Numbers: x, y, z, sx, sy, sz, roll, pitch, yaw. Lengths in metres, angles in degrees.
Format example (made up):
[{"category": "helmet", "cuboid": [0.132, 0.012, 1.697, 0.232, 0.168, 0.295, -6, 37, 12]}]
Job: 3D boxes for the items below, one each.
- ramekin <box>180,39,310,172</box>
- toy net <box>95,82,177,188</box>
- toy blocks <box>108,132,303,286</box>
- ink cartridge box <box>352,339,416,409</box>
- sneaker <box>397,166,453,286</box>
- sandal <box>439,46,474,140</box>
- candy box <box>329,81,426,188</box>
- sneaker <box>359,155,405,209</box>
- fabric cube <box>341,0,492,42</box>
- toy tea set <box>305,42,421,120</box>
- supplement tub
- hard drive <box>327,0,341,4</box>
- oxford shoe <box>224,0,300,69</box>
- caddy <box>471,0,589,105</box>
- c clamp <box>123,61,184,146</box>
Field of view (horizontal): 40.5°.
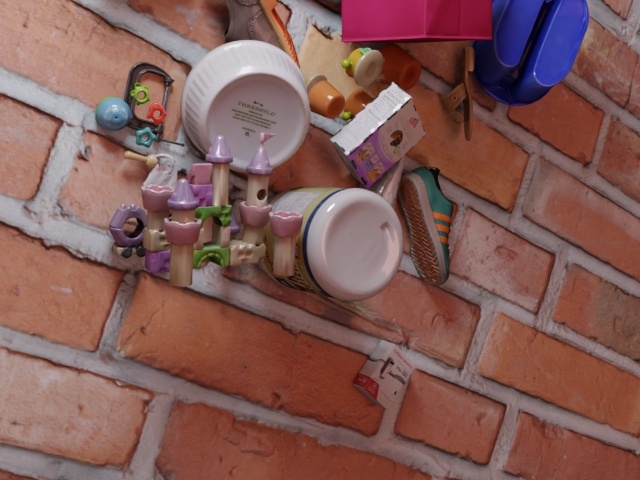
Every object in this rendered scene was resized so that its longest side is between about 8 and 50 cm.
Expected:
[{"category": "ramekin", "cuboid": [-0.144, -0.262, 1.778, 0.272, 0.127, 0.273, -8, 120, -14]}, {"category": "toy net", "cuboid": [-0.347, -0.200, 1.752, 0.122, 0.045, 0.232, -35, 119, -9]}, {"category": "toy blocks", "cuboid": [-0.224, -0.079, 1.679, 0.288, 0.309, 0.260, -5, 105, -34]}, {"category": "ink cartridge box", "cuboid": [0.157, 0.328, 2.125, 0.099, 0.056, 0.135, 45, 71, -26]}, {"category": "sneaker", "cuboid": [0.284, -0.037, 2.148, 0.121, 0.108, 0.302, -25, 110, -31]}, {"category": "sandal", "cuboid": [0.340, -0.370, 2.191, 0.079, 0.088, 0.240, 3, 85, -2]}, {"category": "candy box", "cuboid": [0.136, -0.237, 1.983, 0.196, 0.070, 0.165, -43, 149, -3]}, {"category": "sneaker", "cuboid": [0.149, -0.121, 2.079, 0.094, 0.090, 0.235, 34, 75, -49]}, {"category": "fabric cube", "cuboid": [0.217, -0.575, 1.938, 0.259, 0.254, 0.258, -12, 105, -44]}, {"category": "toy tea set", "cuboid": [0.089, -0.362, 1.987, 0.336, 0.124, 0.200, -2, 122, -49]}, {"category": "supplement tub", "cuboid": [0.000, 0.000, 1.841, 0.228, 0.316, 0.229, -3, 95, -33]}, {"category": "hard drive", "cuboid": [-0.030, -0.647, 1.924, 0.254, 0.054, 0.172, 17, 85, -33]}, {"category": "oxford shoe", "cuboid": [-0.131, -0.428, 1.862, 0.132, 0.130, 0.364, -19, 115, 3]}, {"category": "caddy", "cuboid": [0.532, -0.516, 2.231, 0.241, 0.179, 0.342, 26, 80, -9]}, {"category": "c clamp", "cuboid": [-0.339, -0.280, 1.778, 0.137, 0.022, 0.161, 4, 93, -28]}]
